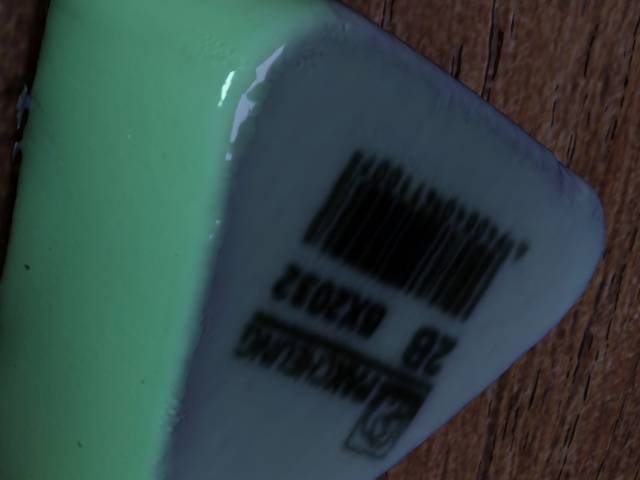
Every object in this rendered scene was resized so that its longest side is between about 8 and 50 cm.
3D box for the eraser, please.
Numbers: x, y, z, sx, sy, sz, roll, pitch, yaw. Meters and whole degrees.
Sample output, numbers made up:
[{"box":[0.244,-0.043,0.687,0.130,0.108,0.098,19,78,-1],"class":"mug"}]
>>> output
[{"box":[0.000,0.000,0.976,0.331,0.150,0.331,-30,137,-33],"class":"eraser"}]
